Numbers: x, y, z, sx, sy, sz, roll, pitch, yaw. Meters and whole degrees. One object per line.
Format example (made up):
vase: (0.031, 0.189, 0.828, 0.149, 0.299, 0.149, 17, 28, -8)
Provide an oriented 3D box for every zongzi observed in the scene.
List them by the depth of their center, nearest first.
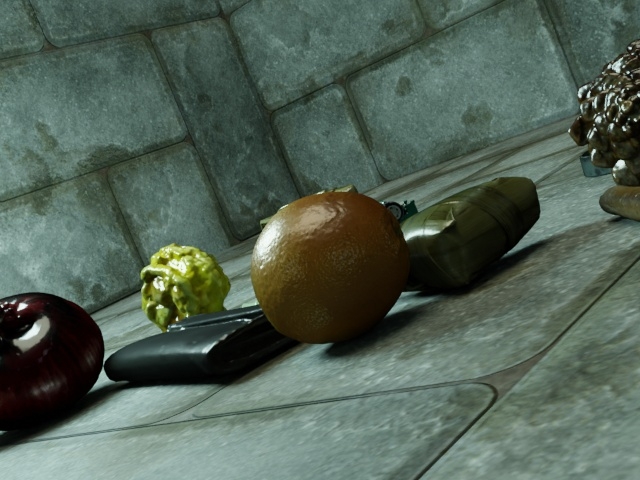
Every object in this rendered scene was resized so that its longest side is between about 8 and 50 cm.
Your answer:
zongzi: (0.172, -0.002, 1.237, 0.221, 0.112, 0.242, -28, 7, -35)

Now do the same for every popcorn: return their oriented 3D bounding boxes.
popcorn: (-0.271, 0.101, 1.693, 0.155, 0.198, 0.197, -29, 9, -38)

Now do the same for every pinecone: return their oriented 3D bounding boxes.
pinecone: (0.504, -0.199, 1.332, 0.229, 0.202, 0.201, -31, 15, 28)

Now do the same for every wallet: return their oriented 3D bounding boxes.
wallet: (-0.168, 0.151, 1.361, 0.228, 0.062, 0.406, -26, 6, -35)

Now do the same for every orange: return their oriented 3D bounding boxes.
orange: (0.013, 0.032, 1.111, 0.206, 0.206, 0.206, -22, 5, 2)

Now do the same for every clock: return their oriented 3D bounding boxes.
clock: (0.589, -0.177, 1.633, 0.215, 0.042, 0.215, -23, 6, 2)

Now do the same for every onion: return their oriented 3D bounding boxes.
onion: (-0.500, 0.173, 1.435, 0.273, 0.285, 0.273, -5, 39, 4)

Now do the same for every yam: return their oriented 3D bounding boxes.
yam: (0.399, -0.042, 1.057, 0.046, 0.046, 0.264, -22, 7, 0)

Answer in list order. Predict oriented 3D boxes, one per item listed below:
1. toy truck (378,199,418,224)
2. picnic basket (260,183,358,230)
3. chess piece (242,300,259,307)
toy truck: (0.074, 0.019, 1.452, 0.216, 0.116, 0.110, -30, 5, -3)
picnic basket: (0.000, 0.000, 1.632, 0.139, 0.165, 0.266, -26, 5, -14)
chess piece: (-0.091, 0.110, 1.523, 0.149, 0.059, 0.059, -26, 4, 16)
